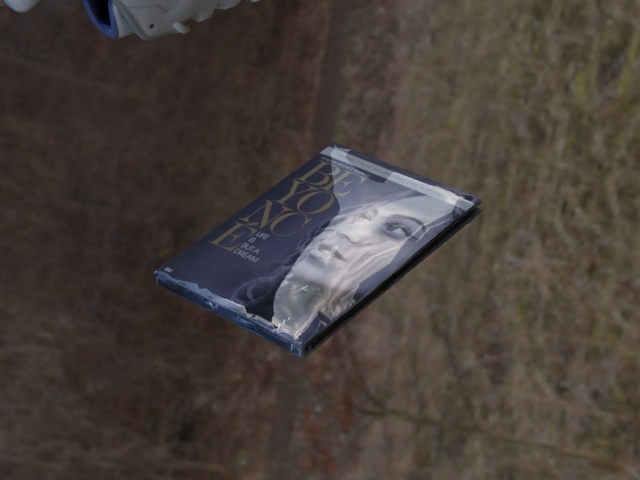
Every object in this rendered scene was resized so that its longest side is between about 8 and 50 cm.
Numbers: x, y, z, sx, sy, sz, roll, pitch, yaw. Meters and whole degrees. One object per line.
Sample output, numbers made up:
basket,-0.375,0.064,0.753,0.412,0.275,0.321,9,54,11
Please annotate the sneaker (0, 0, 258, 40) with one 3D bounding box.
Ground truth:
sneaker,-0.089,-0.186,0.933,0.111,0.297,0.129,21,104,48

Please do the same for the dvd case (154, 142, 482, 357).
dvd case,0.000,0.000,1.218,0.221,0.164,0.018,-37,-46,-33
